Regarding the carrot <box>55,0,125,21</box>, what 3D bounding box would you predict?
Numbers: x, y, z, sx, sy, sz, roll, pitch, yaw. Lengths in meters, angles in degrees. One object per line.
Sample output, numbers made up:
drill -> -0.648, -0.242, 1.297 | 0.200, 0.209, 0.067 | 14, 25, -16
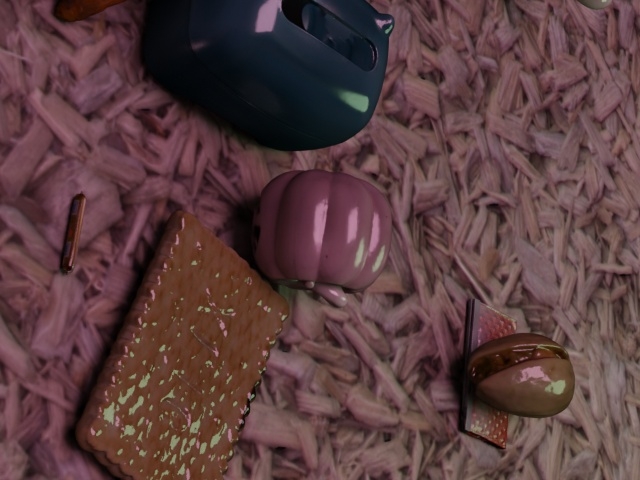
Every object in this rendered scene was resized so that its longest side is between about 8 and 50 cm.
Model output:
carrot -> -0.206, -0.300, 1.745 | 0.061, 0.210, 0.061 | -25, 90, -88

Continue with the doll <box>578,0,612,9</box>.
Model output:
doll -> 0.299, -0.443, 2.334 | 0.311, 0.159, 0.242 | 46, 14, 9

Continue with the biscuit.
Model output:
biscuit -> -0.153, 0.145, 1.760 | 0.217, 0.044, 0.324 | 43, 51, -32

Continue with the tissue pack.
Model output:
tissue pack -> -0.051, -0.238, 1.865 | 0.287, 0.206, 0.198 | 30, 59, -37

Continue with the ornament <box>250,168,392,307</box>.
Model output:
ornament -> 0.000, 0.000, 1.876 | 0.177, 0.177, 0.177 | 16, 67, -44

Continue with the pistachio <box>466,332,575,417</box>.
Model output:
pistachio -> 0.283, 0.191, 2.145 | 0.185, 0.124, 0.124 | 8, 72, -30

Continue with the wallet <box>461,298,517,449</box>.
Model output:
wallet -> 0.240, 0.190, 2.192 | 0.103, 0.020, 0.196 | 26, 60, -39

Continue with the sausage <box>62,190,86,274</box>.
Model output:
sausage -> -0.271, -0.009, 1.698 | 0.015, 0.015, 0.100 | 26, 60, -40
